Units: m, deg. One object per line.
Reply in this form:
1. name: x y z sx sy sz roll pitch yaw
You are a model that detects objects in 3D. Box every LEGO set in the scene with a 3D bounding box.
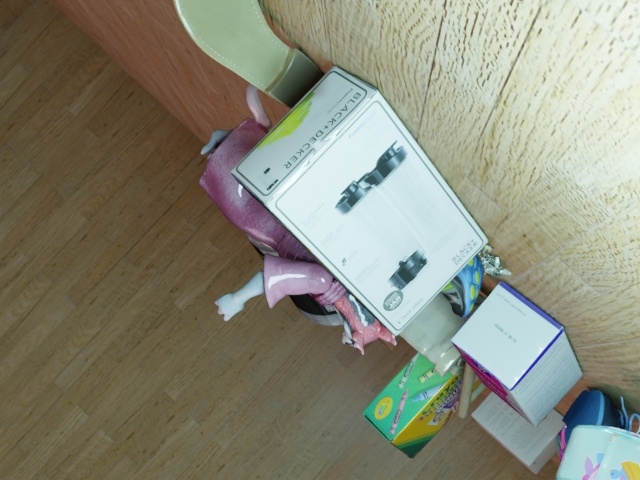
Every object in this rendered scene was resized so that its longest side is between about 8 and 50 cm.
1. LEGO set: 0.211 0.027 1.238 0.083 0.023 0.054 45 175 -33

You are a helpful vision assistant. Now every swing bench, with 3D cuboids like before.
1. swing bench: 0.182 0.124 1.609 0.253 0.165 0.255 41 170 29

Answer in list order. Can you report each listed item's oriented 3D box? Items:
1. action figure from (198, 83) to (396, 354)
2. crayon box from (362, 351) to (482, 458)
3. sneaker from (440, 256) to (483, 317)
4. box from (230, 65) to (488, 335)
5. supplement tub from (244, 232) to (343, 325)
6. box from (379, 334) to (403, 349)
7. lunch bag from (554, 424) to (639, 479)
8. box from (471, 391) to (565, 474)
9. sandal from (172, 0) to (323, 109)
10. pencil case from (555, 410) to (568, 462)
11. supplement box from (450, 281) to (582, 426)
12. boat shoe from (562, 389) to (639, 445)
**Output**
1. action figure: 0.000 0.000 1.337 0.248 0.276 0.370 4 -143 -51
2. crayon box: 0.216 0.259 1.791 0.081 0.278 0.165 42 176 29
3. sneaker: 0.171 0.040 1.334 0.078 0.067 0.188 7 150 31
4. box: 0.053 -0.037 1.111 0.290 0.169 0.087 45 178 -43
5. supplement tub: -0.014 -0.008 1.711 0.193 0.193 0.316 39 167 44
6. box: 0.121 0.108 2.120 0.121 0.148 0.311 39 176 30
7. lunch bag: 0.431 0.332 1.180 0.279 0.108 0.224 17 159 30
8. box: 0.439 0.397 2.128 0.170 0.130 0.091 41 175 32
9. sandal: -0.097 -0.230 1.100 0.240 0.088 0.079 40 173 -37
10. pencil case: 0.462 0.356 1.717 0.104 0.104 0.236 41 177 21
11. supplement box: 0.282 0.165 1.384 0.111 0.114 0.220 39 176 32
12. boat shoe: 0.413 0.267 1.414 0.089 0.109 0.258 35 -169 10
